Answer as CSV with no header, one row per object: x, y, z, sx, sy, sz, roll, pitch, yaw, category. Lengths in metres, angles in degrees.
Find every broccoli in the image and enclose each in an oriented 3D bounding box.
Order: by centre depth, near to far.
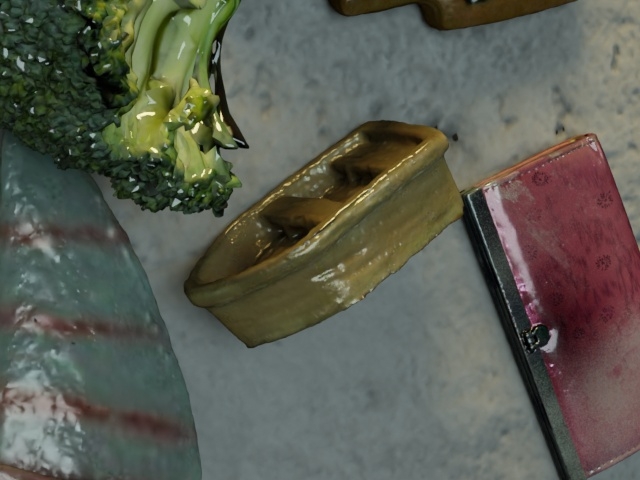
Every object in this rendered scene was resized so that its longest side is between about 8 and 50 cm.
-0.077,-0.210,0.940,0.252,0.221,0.361,33,79,-18,broccoli

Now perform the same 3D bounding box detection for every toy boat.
-0.163,0.072,1.006,0.206,0.096,0.282,8,77,-27,toy boat
0.000,0.000,1.042,0.188,0.116,0.061,-37,112,-18,toy boat

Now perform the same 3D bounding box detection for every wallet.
0.187,0.049,1.170,0.119,0.025,0.232,-26,103,-20,wallet

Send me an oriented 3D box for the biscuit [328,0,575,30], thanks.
0.069,-0.257,1.097,0.301,0.043,0.278,30,81,-21,biscuit
